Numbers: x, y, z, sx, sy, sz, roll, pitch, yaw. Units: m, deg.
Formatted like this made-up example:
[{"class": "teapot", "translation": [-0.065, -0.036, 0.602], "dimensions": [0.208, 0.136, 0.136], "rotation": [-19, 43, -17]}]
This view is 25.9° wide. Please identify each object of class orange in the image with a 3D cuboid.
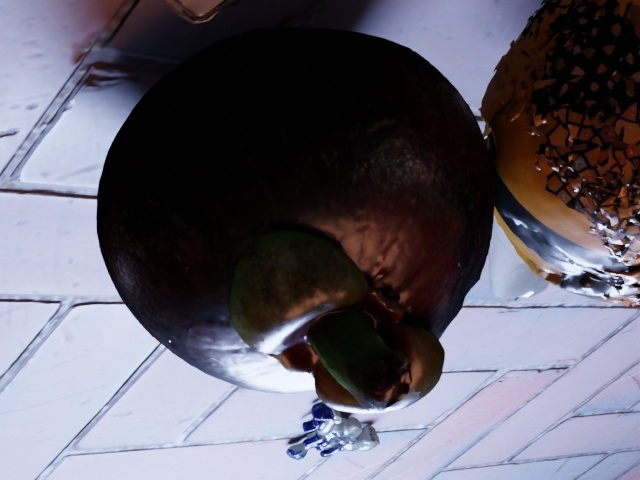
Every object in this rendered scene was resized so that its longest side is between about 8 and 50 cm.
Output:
[{"class": "orange", "translation": [0.196, -0.069, 0.804], "dimensions": [0.234, 0.182, 0.234], "rotation": [-42, 153, -27]}]

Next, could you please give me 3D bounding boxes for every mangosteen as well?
[{"class": "mangosteen", "translation": [-0.002, -0.004, 0.742], "dimensions": [0.216, 0.216, 0.216], "rotation": [-19, 153, -10]}]

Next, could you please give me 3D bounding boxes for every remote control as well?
[{"class": "remote control", "translation": [0.170, -0.008, 1.060], "dimensions": [0.073, 0.044, 0.229], "rotation": [-24, 153, -8]}]

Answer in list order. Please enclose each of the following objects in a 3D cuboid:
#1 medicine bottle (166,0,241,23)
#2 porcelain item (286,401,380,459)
[{"class": "medicine bottle", "translation": [-0.042, -0.184, 0.555], "dimensions": [0.171, 0.052, 0.201], "rotation": [-34, 151, 17]}, {"class": "porcelain item", "translation": [0.001, 0.184, 1.294], "dimensions": [0.075, 0.021, 0.136], "rotation": [-26, 153, 11]}]
